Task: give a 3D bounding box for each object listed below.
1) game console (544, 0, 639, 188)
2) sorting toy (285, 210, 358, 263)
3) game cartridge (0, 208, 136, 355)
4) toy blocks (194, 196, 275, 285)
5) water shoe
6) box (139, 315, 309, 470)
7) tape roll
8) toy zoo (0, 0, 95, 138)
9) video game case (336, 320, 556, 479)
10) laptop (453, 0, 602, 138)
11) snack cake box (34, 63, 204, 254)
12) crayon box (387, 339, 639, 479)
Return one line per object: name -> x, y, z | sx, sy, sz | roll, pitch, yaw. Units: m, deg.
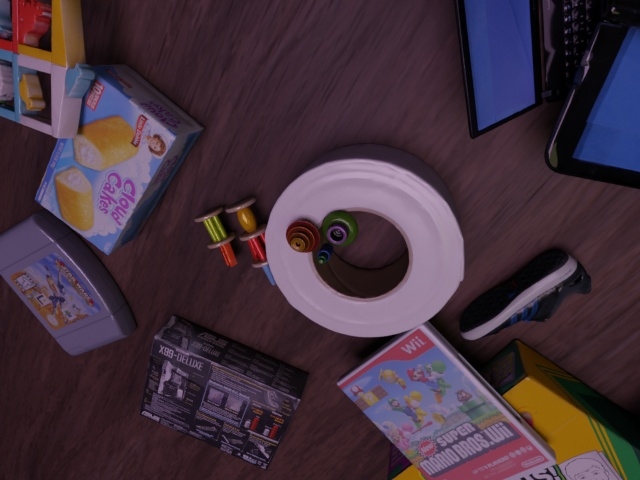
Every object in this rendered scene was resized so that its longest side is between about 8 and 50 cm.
game console -> 0.418, -0.156, 0.374 | 0.293, 0.250, 0.173 | 8, 82, -8
sorting toy -> 0.000, 0.000, 0.548 | 0.102, 0.042, 0.061 | -10, 112, 18
game cartridge -> -0.519, 0.094, 0.829 | 0.198, 0.062, 0.297 | -21, 109, 26
toy blocks -> -0.130, 0.011, 0.684 | 0.123, 0.054, 0.148 | -13, 110, 28
water shoe -> 0.307, 0.104, 0.619 | 0.080, 0.073, 0.203 | 40, 118, -10
box -> -0.207, 0.320, 0.846 | 0.307, 0.076, 0.242 | 22, 118, 2
tape roll -> 0.066, 0.004, 0.615 | 0.286, 0.100, 0.286 | 5, 115, 11
toy zoo -> -0.422, -0.264, 0.582 | 0.293, 0.030, 0.192 | 20, 110, 22
video game case -> 0.191, 0.283, 0.659 | 0.285, 0.025, 0.204 | 46, 119, 3
laptop -> 0.275, -0.257, 0.416 | 0.264, 0.136, 0.234 | -7, 114, 20
snack cake box -> -0.326, -0.122, 0.656 | 0.152, 0.089, 0.264 | 40, 117, -5
crayon box -> 0.352, 0.396, 0.728 | 0.313, 0.106, 0.363 | 33, 118, -3
